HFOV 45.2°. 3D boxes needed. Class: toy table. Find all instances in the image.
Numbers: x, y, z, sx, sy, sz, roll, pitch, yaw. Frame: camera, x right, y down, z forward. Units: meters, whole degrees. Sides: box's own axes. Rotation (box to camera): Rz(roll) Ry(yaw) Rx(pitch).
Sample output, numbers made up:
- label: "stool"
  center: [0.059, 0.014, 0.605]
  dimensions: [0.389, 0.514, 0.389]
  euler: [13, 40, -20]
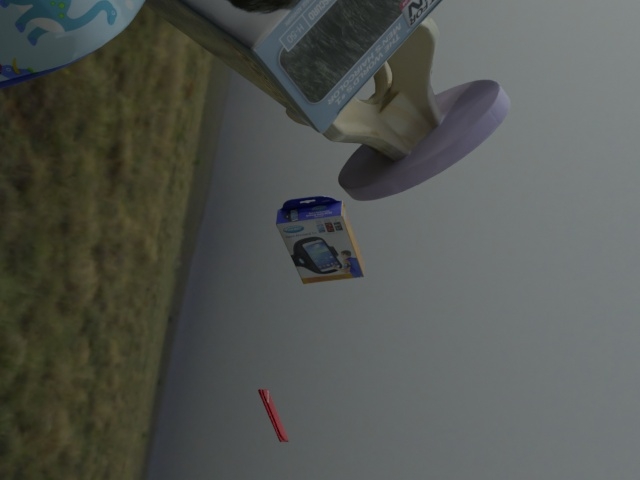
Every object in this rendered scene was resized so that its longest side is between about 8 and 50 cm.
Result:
- label: "toy table"
  center: [0.093, -0.180, 1.032]
  dimensions: [0.274, 0.161, 0.252]
  euler: [-31, -154, 30]

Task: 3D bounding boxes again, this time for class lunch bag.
- label: "lunch bag"
  center: [-0.192, -0.194, 0.534]
  dimensions: [0.219, 0.176, 0.090]
  euler: [-80, 154, -47]

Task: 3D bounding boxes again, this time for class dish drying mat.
- label: "dish drying mat"
  center: [-0.069, 0.259, 1.139]
  dimensions: [0.083, 0.008, 0.032]
  euler: [64, 10, 21]

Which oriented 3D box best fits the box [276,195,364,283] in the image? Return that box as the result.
- label: "box"
  center: [0.000, 0.000, 0.927]
  dimensions: [0.136, 0.081, 0.028]
  euler: [66, 21, -49]

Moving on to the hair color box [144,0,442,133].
- label: "hair color box"
  center: [-0.071, -0.267, 0.670]
  dimensions: [0.185, 0.113, 0.374]
  euler: [-48, -127, -2]
